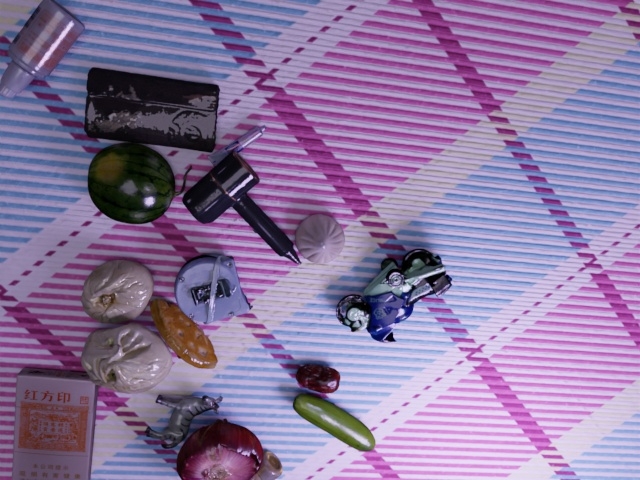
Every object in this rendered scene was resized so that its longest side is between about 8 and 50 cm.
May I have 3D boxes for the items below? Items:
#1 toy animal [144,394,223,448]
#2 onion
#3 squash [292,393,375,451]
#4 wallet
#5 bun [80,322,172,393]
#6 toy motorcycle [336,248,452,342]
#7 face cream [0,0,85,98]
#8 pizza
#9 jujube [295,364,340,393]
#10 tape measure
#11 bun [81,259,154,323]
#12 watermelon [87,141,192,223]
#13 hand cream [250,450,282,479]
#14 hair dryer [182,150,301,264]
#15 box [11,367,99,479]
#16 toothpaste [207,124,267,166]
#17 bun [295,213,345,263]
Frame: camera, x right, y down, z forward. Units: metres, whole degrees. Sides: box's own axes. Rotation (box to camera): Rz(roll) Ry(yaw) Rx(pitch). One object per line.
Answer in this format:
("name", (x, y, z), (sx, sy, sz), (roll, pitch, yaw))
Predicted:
("toy animal", (-0.390, 0.503, 1.534), (0.175, 0.073, 0.217), (21, 103, -9))
("onion", (-0.281, 0.610, 1.531), (0.247, 0.161, 0.248), (1, 109, 2))
("squash", (0.041, 0.529, 1.591), (0.292, 0.082, 0.082), (34, 97, -12))
("wallet", (-0.416, -0.321, 1.345), (0.320, 0.044, 0.171), (6, 105, -8))
("bun", (-0.512, 0.316, 1.413), (0.229, 0.145, 0.230), (4, 112, 9))
("toy motorcycle", (0.211, 0.163, 1.510), (0.331, 0.125, 0.196), (-36, 107, 6))
("face cream", (-0.663, -0.432, 1.257), (0.101, 0.101, 0.252), (39, 97, -14))
("pizza", (-0.374, 0.262, 1.463), (0.058, 0.127, 0.246), (-32, 115, 24))
("jujube", (-0.007, 0.398, 1.558), (0.129, 0.077, 0.078), (10, 102, -4))
("tape measure", (-0.295, 0.129, 1.440), (0.180, 0.107, 0.182), (-22, 108, -9))
("bun", (-0.528, 0.136, 1.407), (0.188, 0.111, 0.164), (-11, 108, -8))
("watermelon", (-0.464, -0.132, 1.343), (0.232, 0.127, 0.204), (22, 100, -16))
("hand cream", (-0.207, 0.718, 1.615), (0.084, 0.084, 0.203), (43, 103, -15))
("hair dryer", (-0.179, -0.042, 1.422), (0.189, 0.107, 0.352), (-39, 111, 6))
("box", (-0.738, 0.536, 1.508), (0.204, 0.051, 0.366), (8, 103, -9))
("toothpaste", (-0.211, -0.246, 1.398), (0.169, 0.028, 0.045), (-34, 116, 3))
("bun", (0.000, 0.000, 1.452), (0.138, 0.094, 0.138), (-1, 101, -5))
